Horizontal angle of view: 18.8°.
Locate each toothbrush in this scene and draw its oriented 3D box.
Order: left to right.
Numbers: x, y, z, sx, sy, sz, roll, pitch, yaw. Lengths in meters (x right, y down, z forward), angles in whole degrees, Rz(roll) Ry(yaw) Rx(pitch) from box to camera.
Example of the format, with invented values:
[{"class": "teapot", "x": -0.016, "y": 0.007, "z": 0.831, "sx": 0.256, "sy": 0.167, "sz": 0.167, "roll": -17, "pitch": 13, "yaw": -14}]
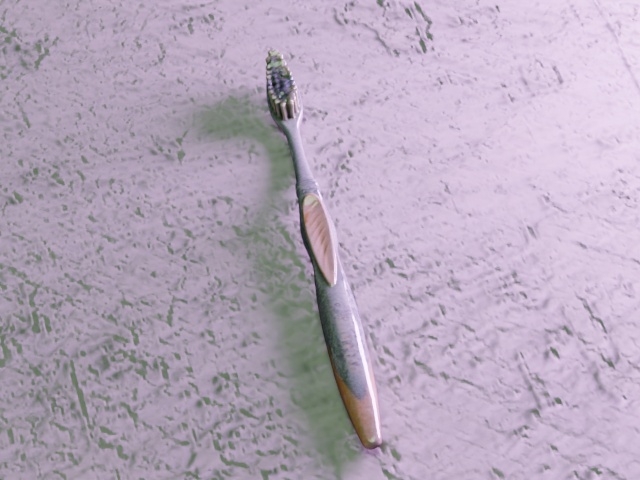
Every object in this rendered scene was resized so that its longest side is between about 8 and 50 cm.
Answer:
[{"class": "toothbrush", "x": 0.000, "y": 0.000, "z": 1.416, "sx": 0.028, "sy": 0.037, "sz": 0.375, "roll": -12, "pitch": 51, "yaw": -2}]
